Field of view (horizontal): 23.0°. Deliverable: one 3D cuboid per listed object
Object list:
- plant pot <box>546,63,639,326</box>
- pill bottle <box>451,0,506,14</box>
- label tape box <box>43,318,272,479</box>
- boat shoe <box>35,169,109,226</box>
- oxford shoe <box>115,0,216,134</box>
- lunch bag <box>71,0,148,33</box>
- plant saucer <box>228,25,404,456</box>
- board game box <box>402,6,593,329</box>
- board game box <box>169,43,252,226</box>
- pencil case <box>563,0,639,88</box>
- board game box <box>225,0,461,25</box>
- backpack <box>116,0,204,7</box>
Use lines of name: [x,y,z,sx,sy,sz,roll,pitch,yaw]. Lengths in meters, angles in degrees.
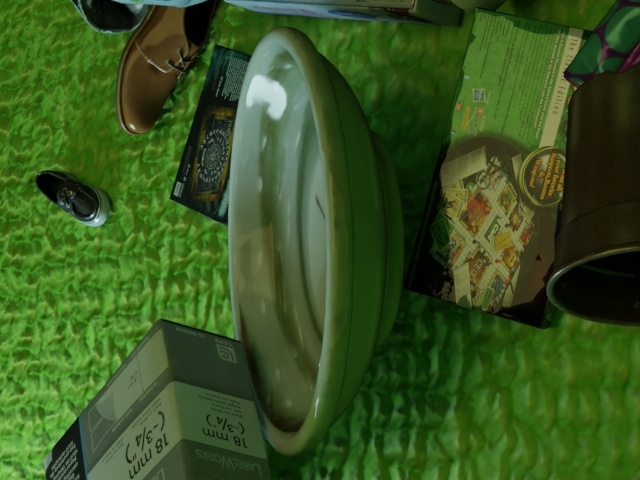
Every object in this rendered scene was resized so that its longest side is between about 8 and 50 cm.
plant pot: [0.256,-0.037,1.215,0.167,0.167,0.165,-24,57,44]
pill bottle: [0.193,-0.299,1.370,0.221,0.124,0.124,-43,51,36]
label tape box: [-0.151,0.278,1.507,0.240,0.106,0.333,-49,38,29]
boat shoe: [-0.313,-0.054,1.969,0.142,0.040,0.049,28,103,49]
oxford shoe: [-0.179,-0.216,1.830,0.076,0.076,0.212,31,106,37]
lunch bag: [-0.254,-0.414,1.879,0.287,0.169,0.235,121,140,-57]
plant saucer: [0.000,0.000,1.481,0.400,0.101,0.400,179,90,-74]
board game box: [0.168,-0.065,1.375,0.136,0.030,0.259,17,94,26]
board game box: [-0.101,-0.116,1.747,0.126,0.026,0.186,25,100,49]
pencil case: [0.267,-0.177,1.284,0.151,0.064,0.070,-55,14,16]
board game box: [0.047,-0.386,1.606,0.319,0.066,0.318,15,92,50]
backpack: [-0.177,-0.417,1.606,0.273,0.290,0.355,1,97,64]
